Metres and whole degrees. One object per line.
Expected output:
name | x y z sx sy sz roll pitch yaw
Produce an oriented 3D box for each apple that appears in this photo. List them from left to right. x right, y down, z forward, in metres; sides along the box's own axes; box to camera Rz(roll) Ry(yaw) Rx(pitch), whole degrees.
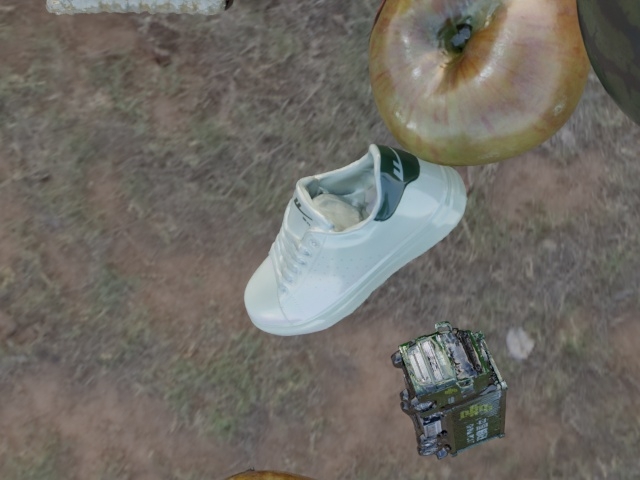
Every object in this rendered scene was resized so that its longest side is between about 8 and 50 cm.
apple | 0.175 -0.204 1.290 0.260 0.194 0.261 -1 87 27

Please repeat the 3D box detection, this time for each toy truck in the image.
toy truck | 0.160 0.189 1.459 0.121 0.259 0.088 -20 62 -2

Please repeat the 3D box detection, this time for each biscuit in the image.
biscuit | -0.205 -0.283 1.347 0.219 0.055 0.061 1 129 -3

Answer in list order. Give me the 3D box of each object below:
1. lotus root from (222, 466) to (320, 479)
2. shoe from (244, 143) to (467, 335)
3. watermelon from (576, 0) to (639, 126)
lotus root | 0.001 0.345 1.229 0.291 0.193 0.193 26 111 -18
shoe | 0.000 0.000 1.483 0.363 0.132 0.160 -35 138 31
watermelon | 0.257 -0.152 0.710 0.212 0.212 0.212 3 107 10
